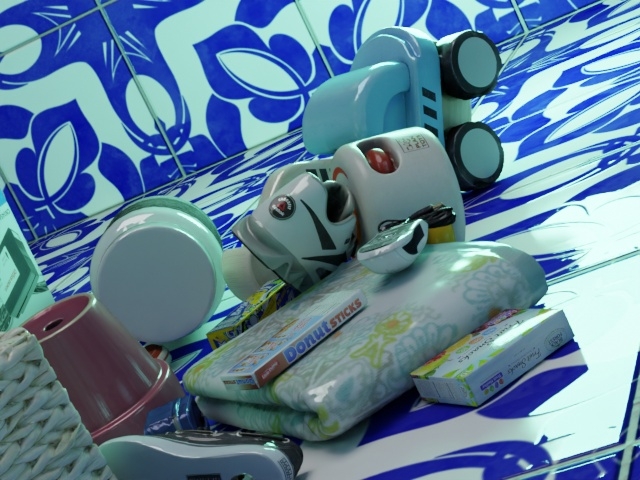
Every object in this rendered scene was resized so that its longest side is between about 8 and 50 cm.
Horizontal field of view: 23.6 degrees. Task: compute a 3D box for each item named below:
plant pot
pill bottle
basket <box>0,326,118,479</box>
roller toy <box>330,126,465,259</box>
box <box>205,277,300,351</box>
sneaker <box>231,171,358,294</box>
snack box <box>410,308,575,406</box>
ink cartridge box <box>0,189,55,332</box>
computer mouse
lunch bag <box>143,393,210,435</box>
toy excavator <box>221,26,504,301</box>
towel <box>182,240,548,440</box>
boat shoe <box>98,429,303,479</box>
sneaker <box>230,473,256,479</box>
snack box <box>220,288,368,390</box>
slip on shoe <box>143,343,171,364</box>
[{"bbox_3d":[-0.296,0.173,1.925,0.201,0.180,0.201,-25,18,9],"label":"plant pot"},{"bbox_3d":[-0.246,0.043,2.347,0.204,0.204,0.361,-26,7,-2],"label":"pill bottle"},{"bbox_3d":[-0.419,0.290,1.528,0.328,0.266,0.331,-14,18,43],"label":"basket"},{"bbox_3d":[0.108,-0.049,2.034,0.146,0.191,0.209,-15,-6,-12],"label":"roller toy"},{"bbox_3d":[-0.084,0.110,2.102,0.054,0.059,0.169,-15,16,36],"label":"box"},{"bbox_3d":[0.000,0.000,1.999,0.146,0.122,0.330,-47,-16,-2],"label":"sneaker"},{"bbox_3d":[0.175,0.117,1.565,0.141,0.037,0.100,-32,14,-26],"label":"snack box"},{"bbox_3d":[-0.544,0.097,2.329,0.166,0.395,0.285,-20,13,15],"label":"ink cartridge box"},{"bbox_3d":[0.093,0.006,1.797,0.106,0.042,0.193,-17,10,23],"label":"computer mouse"},{"bbox_3d":[-0.159,0.220,1.756,0.065,0.067,0.098,-26,12,2],"label":"lunch bag"},{"bbox_3d":[0.046,-0.118,2.342,0.445,0.433,0.222,0,-5,-34],"label":"toy excavator"},{"bbox_3d":[0.040,0.115,1.762,0.320,0.090,0.374,-34,14,-25],"label":"towel"},{"bbox_3d":[-0.123,0.225,1.568,0.228,0.080,0.076,-6,14,26],"label":"boat shoe"},{"bbox_3d":[-0.023,0.246,1.289,0.256,0.094,0.151,-14,13,42],"label":"sneaker"},{"bbox_3d":[-0.028,0.107,1.676,0.178,0.022,0.064,-36,16,-35],"label":"snack box"},{"bbox_3d":[-0.361,0.199,2.142,0.331,0.101,0.123,-17,4,-25],"label":"slip on shoe"}]
